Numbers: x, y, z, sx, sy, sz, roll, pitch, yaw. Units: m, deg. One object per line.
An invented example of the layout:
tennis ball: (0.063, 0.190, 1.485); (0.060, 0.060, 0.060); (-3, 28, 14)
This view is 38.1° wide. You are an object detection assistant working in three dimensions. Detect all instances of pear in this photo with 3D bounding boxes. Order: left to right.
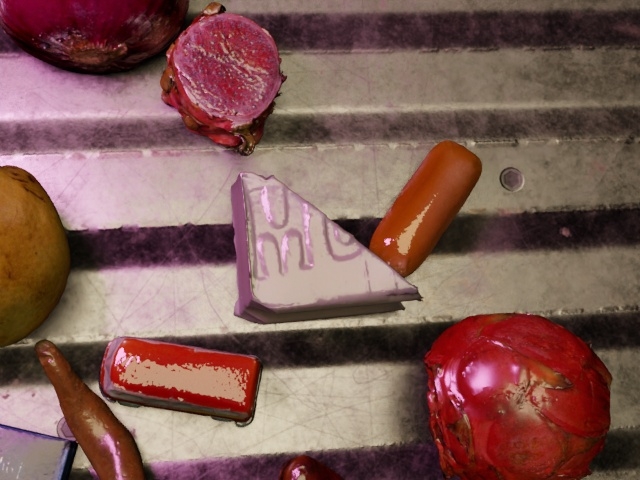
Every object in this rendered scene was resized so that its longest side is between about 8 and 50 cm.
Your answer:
pear: (-0.544, 0.007, 1.433); (0.304, 0.304, 0.303); (2, 77, -7)

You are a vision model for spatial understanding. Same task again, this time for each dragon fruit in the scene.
dragon fruit: (-0.175, -0.265, 1.621); (0.211, 0.147, 0.282); (-10, 81, -19)
dragon fruit: (0.307, 0.260, 1.478); (0.302, 0.295, 0.295); (5, 76, 0)

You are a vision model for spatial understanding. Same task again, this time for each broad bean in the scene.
broad bean: (-0.002, 0.427, 1.501); (0.165, 0.084, 0.114); (44, 73, -2)

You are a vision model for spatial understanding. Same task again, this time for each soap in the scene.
soap: (0.000, 0.000, 1.567); (0.302, 0.159, 0.257); (-4, 75, -10)

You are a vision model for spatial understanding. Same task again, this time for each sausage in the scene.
sausage: (0.184, -0.055, 1.628); (0.105, 0.105, 0.274); (35, 75, 2)

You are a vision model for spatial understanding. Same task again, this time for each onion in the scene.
onion: (-0.393, -0.452, 1.572); (0.337, 0.260, 0.281); (4, 71, -6)

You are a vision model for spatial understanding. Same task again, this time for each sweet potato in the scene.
sweet potato: (-0.349, 0.306, 1.470); (0.079, 0.108, 0.346); (-30, 86, -13)

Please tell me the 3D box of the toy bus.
toy bus: (-0.227, 0.221, 1.500); (0.265, 0.120, 0.121); (11, 75, -5)

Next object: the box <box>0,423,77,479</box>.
box: (-0.550, 0.407, 1.423); (0.279, 0.116, 0.261); (15, 75, -6)
